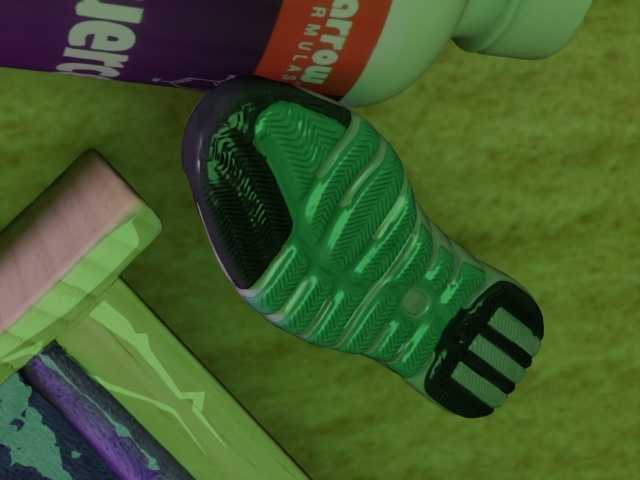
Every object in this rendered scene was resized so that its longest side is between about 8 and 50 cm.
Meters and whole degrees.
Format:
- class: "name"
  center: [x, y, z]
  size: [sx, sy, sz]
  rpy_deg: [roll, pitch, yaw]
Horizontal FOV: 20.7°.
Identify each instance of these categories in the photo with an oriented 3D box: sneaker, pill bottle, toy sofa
- class: "sneaker"
  center: [0.000, 0.000, 0.726]
  size: [0.083, 0.098, 0.224]
  rpy_deg: [-52, 134, -5]
- class: "pill bottle"
  center: [-0.057, -0.149, 0.673]
  size: [0.323, 0.181, 0.181]
  rpy_deg: [6, 101, -15]
- class: "toy sofa"
  center: [-0.038, 0.149, 0.762]
  size: [0.177, 0.150, 0.362]
  rpy_deg: [-42, 108, -3]
